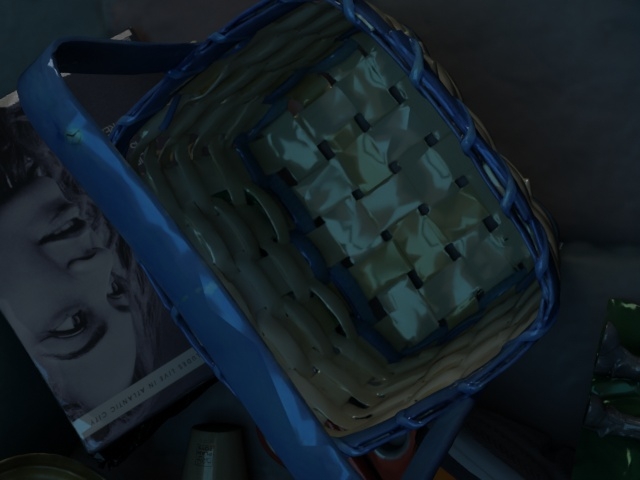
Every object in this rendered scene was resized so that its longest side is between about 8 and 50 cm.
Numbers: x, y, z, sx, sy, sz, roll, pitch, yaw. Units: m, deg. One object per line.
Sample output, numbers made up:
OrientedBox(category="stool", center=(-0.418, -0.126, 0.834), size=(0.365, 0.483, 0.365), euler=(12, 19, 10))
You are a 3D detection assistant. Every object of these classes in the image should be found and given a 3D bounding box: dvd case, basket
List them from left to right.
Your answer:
OrientedBox(category="dvd case", center=(-0.128, -0.005, 0.800), size=(0.164, 0.018, 0.221), euler=(-32, 80, -14))
OrientedBox(category="basket", center=(0.000, 0.000, 0.665), size=(0.201, 0.289, 0.254), euler=(-37, 84, 20))

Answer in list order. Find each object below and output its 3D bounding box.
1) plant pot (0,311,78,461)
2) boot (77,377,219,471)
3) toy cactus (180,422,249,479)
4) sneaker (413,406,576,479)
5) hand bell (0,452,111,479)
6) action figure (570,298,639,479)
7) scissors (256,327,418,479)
OrientedBox(category="plant pot", center=(-0.325, 0.112, 0.846), size=(0.290, 0.195, 0.290), euler=(7, 117, 15))
OrientedBox(category="boot", center=(-0.097, 0.090, 0.832), size=(0.045, 0.099, 0.121), euler=(45, 115, 6))
OrientedBox(category="toy cactus", center=(-0.080, 0.214, 0.863), size=(0.219, 0.112, 0.180), euler=(3, 93, 32))
OrientedBox(category="sneaker", center=(0.149, 0.248, 0.741), size=(0.321, 0.124, 0.180), euler=(40, 106, 13))
OrientedBox(category="hand bell", center=(-0.219, 0.245, 0.862), size=(0.126, 0.126, 0.242), euler=(49, 136, 5))
OrientedBox(category="action figure", center=(0.259, 0.103, 0.691), size=(0.232, 0.137, 0.063), euler=(12, 148, 11))
OrientedBox(category="scissors", center=(0.070, 0.190, 0.829), size=(0.109, 0.021, 0.297), euler=(-42, 83, 23))
